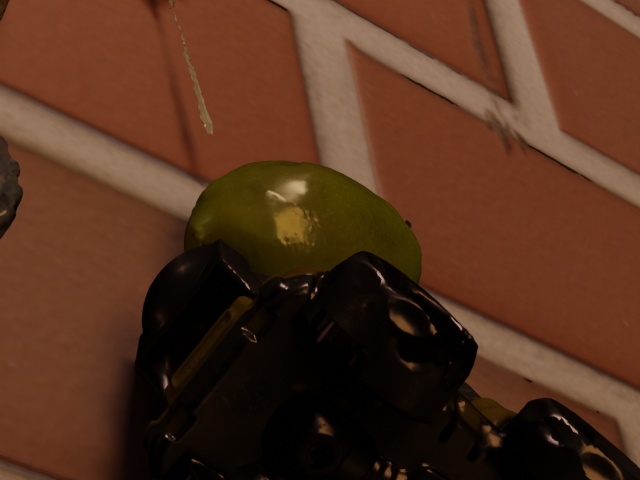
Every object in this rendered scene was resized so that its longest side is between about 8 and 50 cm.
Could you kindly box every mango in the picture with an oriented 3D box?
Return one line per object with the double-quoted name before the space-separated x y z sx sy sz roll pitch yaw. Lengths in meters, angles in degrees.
"mango" 0.000 0.000 0.972 0.165 0.074 0.091 -4 57 -54

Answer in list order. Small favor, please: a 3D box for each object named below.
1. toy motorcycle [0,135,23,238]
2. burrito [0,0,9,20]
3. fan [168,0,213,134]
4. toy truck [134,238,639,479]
"toy motorcycle" -0.208 0.004 0.695 0.130 0.094 0.229 42 44 -4
"burrito" -0.169 -0.108 0.900 0.171 0.042 0.051 -74 149 -49
"fan" -0.095 -0.168 1.094 0.182 0.010 0.310 22 37 -37
"toy truck" 0.024 0.093 0.855 0.224 0.147 0.165 35 6 -22
